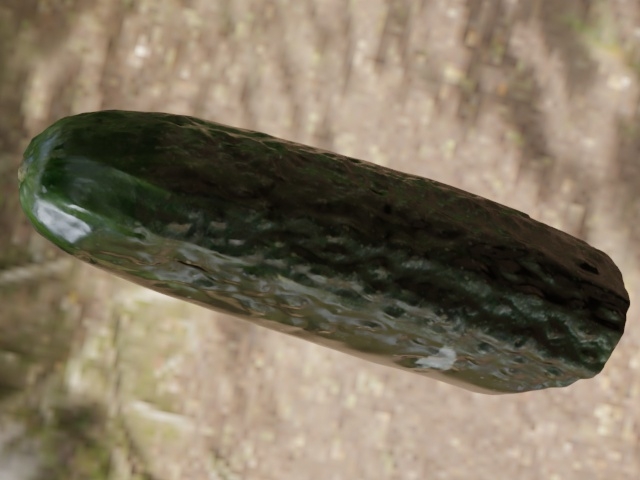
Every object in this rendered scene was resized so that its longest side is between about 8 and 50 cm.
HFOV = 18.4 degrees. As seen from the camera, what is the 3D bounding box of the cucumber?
[{"bbox_3d":[0.000,0.001,0.730,0.074,0.241,0.074,-39,43,47],"label":"cucumber"}]
